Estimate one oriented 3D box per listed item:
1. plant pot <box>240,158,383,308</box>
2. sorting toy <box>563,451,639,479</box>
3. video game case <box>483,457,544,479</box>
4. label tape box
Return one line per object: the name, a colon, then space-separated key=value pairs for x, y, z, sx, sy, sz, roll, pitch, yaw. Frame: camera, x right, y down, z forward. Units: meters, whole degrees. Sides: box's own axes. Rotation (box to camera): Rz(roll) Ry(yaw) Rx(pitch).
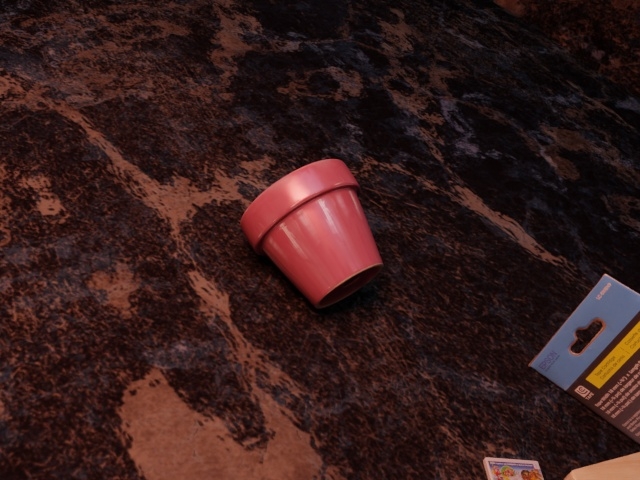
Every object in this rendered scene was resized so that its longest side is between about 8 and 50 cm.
plant pot: x=0.000 y=0.000 z=1.055 sx=0.201 sy=0.201 sz=0.180 roll=-19 pitch=70 yaw=-38
sorting toy: x=0.472 y=0.418 z=0.870 sx=0.257 sy=0.089 sz=0.255 roll=-2 pitch=46 yaw=-26
video game case: x=0.279 y=0.360 z=0.908 sx=0.087 sy=0.011 sz=0.122 roll=9 pitch=42 yaw=-14
label tape box: x=0.537 y=0.202 z=1.016 sx=0.333 sy=0.241 sz=0.106 roll=37 pitch=43 yaw=16
